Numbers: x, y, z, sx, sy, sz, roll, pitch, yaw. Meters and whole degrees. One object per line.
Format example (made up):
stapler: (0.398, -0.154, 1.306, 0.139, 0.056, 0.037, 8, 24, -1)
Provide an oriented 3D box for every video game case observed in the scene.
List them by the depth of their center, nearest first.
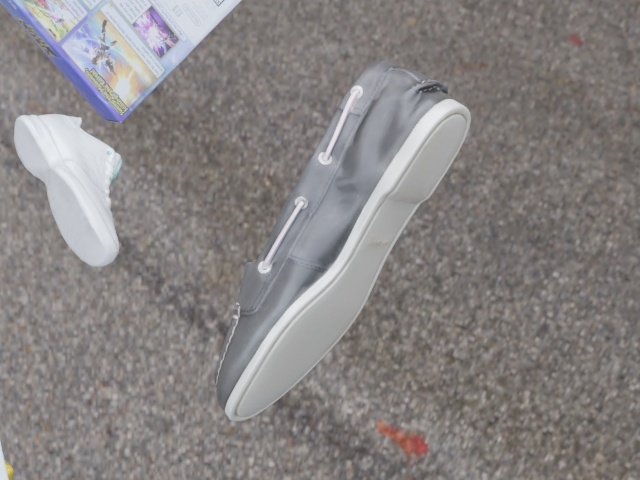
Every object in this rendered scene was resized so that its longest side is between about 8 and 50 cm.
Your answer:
video game case: (-0.264, -0.327, 1.405, 0.244, 0.269, 0.061, -49, 30, -18)

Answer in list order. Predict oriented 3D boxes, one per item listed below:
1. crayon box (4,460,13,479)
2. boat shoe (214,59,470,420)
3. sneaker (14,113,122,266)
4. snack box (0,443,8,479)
crayon box: (-0.434, 0.328, 1.173, 0.083, 0.203, 0.323, 38, 51, 11)
boat shoe: (0.000, 0.000, 0.963, 0.095, 0.335, 0.112, 40, 11, 27)
sneaker: (-0.255, -0.066, 1.237, 0.094, 0.080, 0.212, -14, 58, -35)
snack box: (-0.396, 0.273, 0.881, 0.322, 0.187, 0.060, -17, 16, -36)
